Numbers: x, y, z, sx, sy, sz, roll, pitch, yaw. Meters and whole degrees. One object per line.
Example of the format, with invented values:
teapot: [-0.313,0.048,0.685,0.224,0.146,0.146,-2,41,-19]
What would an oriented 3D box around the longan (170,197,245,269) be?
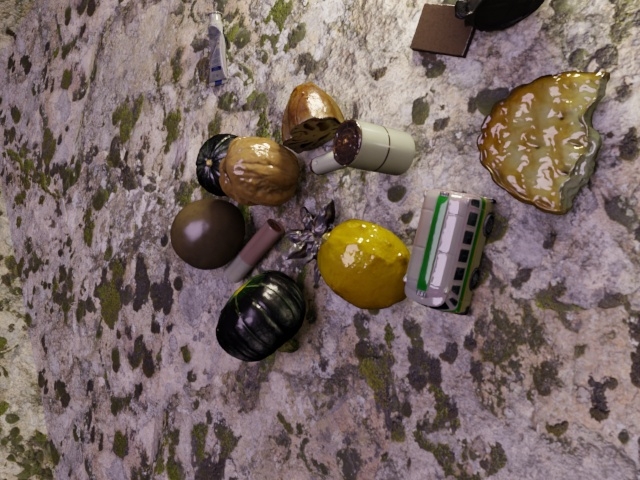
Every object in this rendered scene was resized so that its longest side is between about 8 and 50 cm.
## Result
longan: [-0.379,-0.027,1.743,0.258,0.258,0.258,-4,84,36]

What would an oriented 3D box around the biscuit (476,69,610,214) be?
biscuit: [0.543,-0.244,1.193,0.335,0.078,0.329,-44,60,24]

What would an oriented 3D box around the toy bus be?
toy bus: [0.311,0.027,1.268,0.143,0.179,0.306,16,95,36]

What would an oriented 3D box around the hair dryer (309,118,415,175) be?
hair dryer: [0.077,-0.242,1.485,0.362,0.203,0.128,-7,82,55]

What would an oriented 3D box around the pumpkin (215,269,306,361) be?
pumpkin: [-0.164,0.254,1.554,0.295,0.296,0.296,-4,84,36]

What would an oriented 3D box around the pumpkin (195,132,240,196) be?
pumpkin: [-0.332,-0.261,1.778,0.220,0.162,0.221,1,92,36]

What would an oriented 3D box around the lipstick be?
lipstick: [-0.226,0.038,1.728,0.254,0.070,0.070,-46,61,23]

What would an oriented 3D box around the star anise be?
star anise: [-0.002,0.004,1.545,0.212,0.129,0.283,-33,71,11]

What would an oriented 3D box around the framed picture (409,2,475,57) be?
framed picture: [0.339,-0.575,1.400,0.168,0.023,0.128,24,101,35]

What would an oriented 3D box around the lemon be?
lemon: [0.123,0.066,1.363,0.288,0.233,0.233,37,113,-9]

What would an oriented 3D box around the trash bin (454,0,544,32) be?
trash bin: [0.422,-0.695,1.241,0.252,0.203,0.302,-15,77,15]

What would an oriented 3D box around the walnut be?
walnut: [-0.188,-0.216,1.620,0.224,0.257,0.257,-40,63,49]

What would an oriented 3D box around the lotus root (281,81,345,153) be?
lotus root: [-0.043,-0.389,1.554,0.188,0.199,0.180,-22,78,26]

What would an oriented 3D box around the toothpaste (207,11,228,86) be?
toothpaste: [-0.391,-0.721,1.936,0.096,0.061,0.266,-1,92,35]
